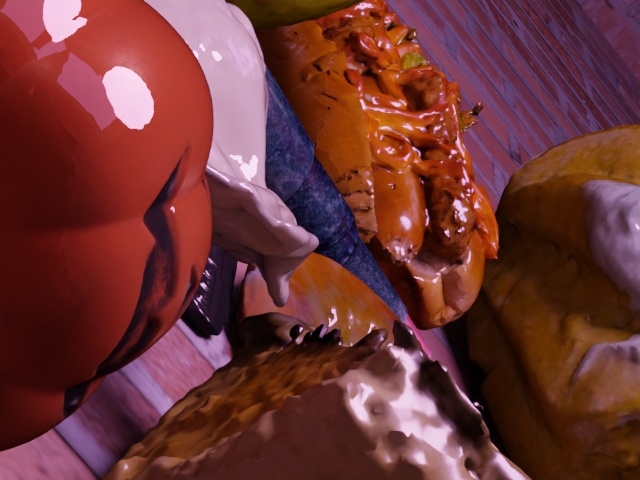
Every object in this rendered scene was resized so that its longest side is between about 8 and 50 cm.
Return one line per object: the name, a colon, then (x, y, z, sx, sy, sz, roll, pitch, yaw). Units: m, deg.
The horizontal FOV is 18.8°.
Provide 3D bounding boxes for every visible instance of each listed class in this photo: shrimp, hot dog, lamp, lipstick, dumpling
shrimp: (0.040, 0.106, 1.049, 0.248, 0.068, 0.150, 48, 30, -5)
hot dog: (0.035, -0.091, 1.312, 0.158, 0.117, 0.349, 44, 20, -35)
lamp: (-0.125, -0.025, 0.631, 0.187, 0.187, 0.164, 53, 16, -7)
lipstick: (0.000, 0.000, 1.138, 0.234, 0.053, 0.053, 58, 14, -27)
dumpling: (-0.082, -0.043, 0.835, 0.193, 0.147, 0.258, 37, -3, -22)

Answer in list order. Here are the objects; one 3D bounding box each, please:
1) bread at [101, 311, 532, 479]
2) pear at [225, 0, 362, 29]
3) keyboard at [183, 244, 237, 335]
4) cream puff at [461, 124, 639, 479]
bread: (0.014, 0.140, 0.741, 0.204, 0.162, 0.262, 50, -11, -5)
pear: (-0.050, -0.298, 1.085, 0.391, 0.391, 0.391, 48, 18, -21)
keyboard: (-0.077, -0.040, 1.080, 0.106, 0.016, 0.262, 49, 18, -19)
cream puff: (0.240, 0.078, 1.351, 0.378, 0.275, 0.378, -4, 90, -71)
